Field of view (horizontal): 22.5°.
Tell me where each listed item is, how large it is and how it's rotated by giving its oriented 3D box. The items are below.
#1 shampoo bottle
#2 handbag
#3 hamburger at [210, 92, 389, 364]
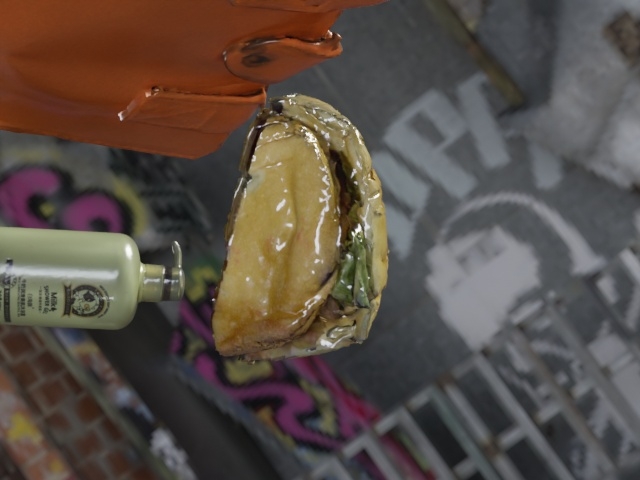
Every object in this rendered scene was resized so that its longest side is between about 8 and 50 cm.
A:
[{"bbox_3d":[-0.190,0.032,1.289,0.162,0.079,0.079,4,-11,-6],"label":"shampoo bottle"},{"bbox_3d":[-0.125,-0.175,1.064,0.303,0.116,0.410,9,-20,-24],"label":"handbag"},{"bbox_3d":[0.004,0.006,0.978,0.087,0.102,0.176,-8,-66,-60],"label":"hamburger"}]
